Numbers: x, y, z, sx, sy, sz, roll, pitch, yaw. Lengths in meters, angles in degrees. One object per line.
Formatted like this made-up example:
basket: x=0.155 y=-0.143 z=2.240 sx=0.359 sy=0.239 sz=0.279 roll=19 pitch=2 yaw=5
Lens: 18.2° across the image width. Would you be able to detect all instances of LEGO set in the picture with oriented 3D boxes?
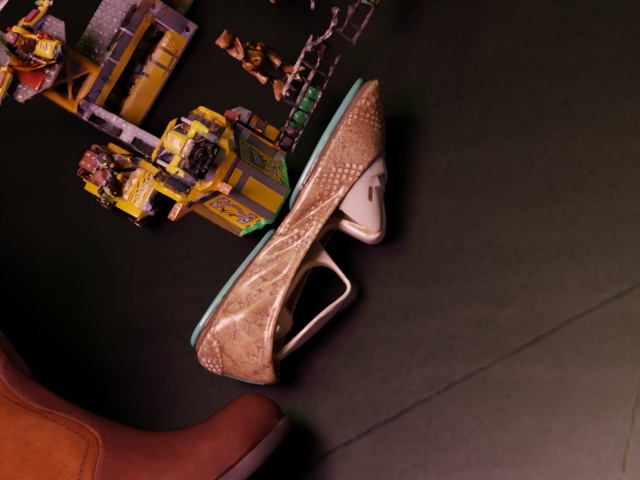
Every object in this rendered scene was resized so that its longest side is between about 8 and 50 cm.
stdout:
LEGO set: x=-0.093 y=-0.181 z=1.249 sx=0.255 sy=0.192 sz=0.331 roll=38 pitch=95 yaw=42

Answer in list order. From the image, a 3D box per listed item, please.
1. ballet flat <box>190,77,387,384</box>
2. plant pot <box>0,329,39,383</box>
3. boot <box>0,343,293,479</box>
ballet flat: x=0.000 y=0.000 z=1.227 sx=0.067 sy=0.073 sz=0.206 roll=31 pitch=89 yaw=9
plant pot: x=-0.307 y=0.112 z=1.252 sx=0.229 sy=0.263 sz=0.263 roll=-39 pitch=54 yaw=-12
boot: x=-0.184 y=0.068 z=1.165 sx=0.264 sy=0.096 sz=0.280 roll=-28 pitch=82 yaw=-16
